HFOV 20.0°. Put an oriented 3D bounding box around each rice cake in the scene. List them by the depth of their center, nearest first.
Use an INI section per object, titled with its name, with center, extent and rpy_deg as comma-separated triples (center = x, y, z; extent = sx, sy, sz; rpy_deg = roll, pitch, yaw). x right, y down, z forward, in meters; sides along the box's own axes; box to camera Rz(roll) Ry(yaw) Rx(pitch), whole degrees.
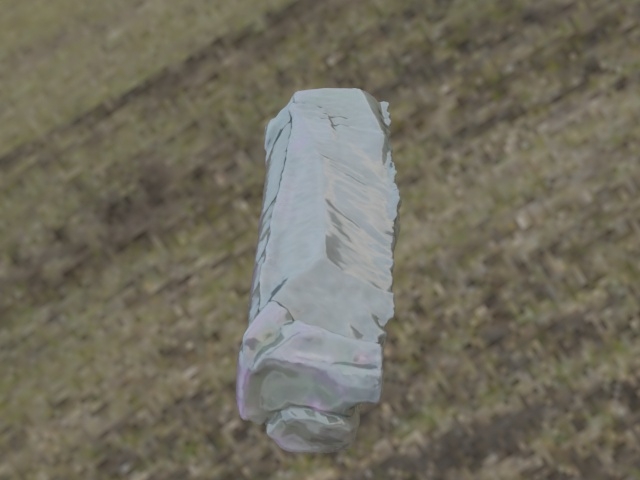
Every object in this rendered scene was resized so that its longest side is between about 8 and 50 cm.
[rice cake]
center = 0.000, -0.001, 0.660
extent = 0.270, 0.055, 0.049
rpy_deg = -90, 18, -67
